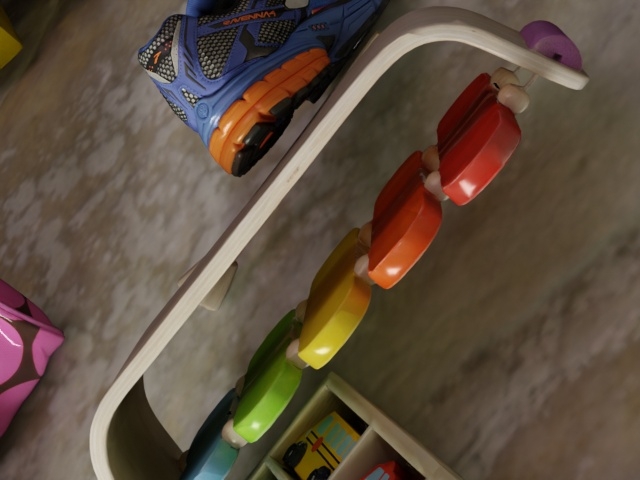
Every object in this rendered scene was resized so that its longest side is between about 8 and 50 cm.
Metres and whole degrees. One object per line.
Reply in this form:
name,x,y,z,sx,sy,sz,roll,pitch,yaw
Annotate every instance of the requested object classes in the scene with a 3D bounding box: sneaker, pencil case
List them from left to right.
pencil case,-0.253,0.111,1.023,0.209,0.098,0.095,-57,39,1
sneaker,-0.025,-0.117,0.894,0.083,0.087,0.221,-50,1,29

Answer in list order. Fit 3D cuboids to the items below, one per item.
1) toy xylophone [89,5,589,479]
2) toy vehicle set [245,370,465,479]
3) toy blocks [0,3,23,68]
toy xylophone,0.000,0.000,0.821,0.323,0.081,0.236,-50,6,19
toy vehicle set,-0.001,0.157,0.692,0.166,0.035,0.267,-52,16,-2
toy blocks,-0.350,-0.218,1.308,0.381,0.191,0.261,-37,28,22
